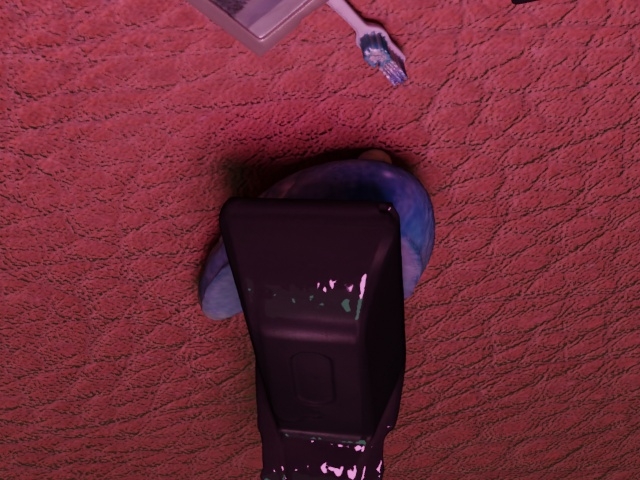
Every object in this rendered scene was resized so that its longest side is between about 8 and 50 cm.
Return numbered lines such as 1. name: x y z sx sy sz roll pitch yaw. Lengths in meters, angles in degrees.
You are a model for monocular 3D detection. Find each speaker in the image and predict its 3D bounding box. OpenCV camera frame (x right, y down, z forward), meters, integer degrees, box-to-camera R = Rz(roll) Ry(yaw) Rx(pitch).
1. speaker: -0.003 0.123 1.862 0.180 0.184 0.388 2 150 7

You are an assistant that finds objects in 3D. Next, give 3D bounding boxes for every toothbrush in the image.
1. toothbrush: -0.041 -0.272 1.632 0.042 0.040 0.418 -30 133 21

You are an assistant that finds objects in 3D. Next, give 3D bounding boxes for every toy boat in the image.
1. toy boat: 0.000 0.000 1.953 0.215 0.123 0.330 18 147 -19

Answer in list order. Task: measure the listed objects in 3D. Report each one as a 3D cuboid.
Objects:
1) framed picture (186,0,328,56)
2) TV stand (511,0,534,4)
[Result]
1. framed picture: -0.021 -0.304 1.563 0.289 0.016 0.213 -37 131 22
2. TV stand: 0.302 -0.268 1.693 0.249 0.042 0.036 -10 145 3
